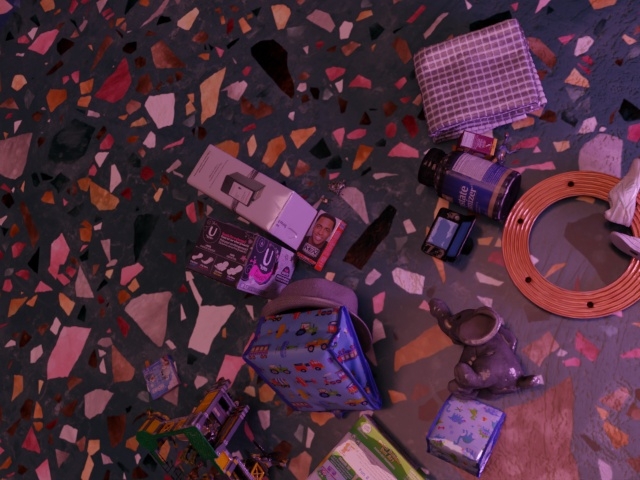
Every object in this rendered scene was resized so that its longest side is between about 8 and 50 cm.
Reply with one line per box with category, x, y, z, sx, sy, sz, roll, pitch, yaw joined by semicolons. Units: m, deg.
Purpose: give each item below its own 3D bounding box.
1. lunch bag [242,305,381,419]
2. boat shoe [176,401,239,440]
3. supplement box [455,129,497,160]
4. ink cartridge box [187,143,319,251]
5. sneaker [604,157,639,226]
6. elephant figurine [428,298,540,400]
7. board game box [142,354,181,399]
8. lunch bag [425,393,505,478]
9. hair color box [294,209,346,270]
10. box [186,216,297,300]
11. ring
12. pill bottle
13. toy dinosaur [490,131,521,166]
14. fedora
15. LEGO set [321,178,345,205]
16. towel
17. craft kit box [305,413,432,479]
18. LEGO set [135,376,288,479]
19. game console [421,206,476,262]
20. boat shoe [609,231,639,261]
lunch bag;-0.003;0.310;1.464;0.220;0.293;0.138;-10;33;26
boat shoe;-0.304;0.461;1.647;0.190;0.072;0.068;-30;67;13
supplement box;0.374;-0.228;1.541;0.083;0.055;0.043;16;82;1
ink cartridge box;-0.165;-0.107;1.661;0.289;0.211;0.122;31;88;25
sneaker;0.654;-0.108;1.379;0.061;0.053;0.152;15;83;27
elephant figurine;0.349;0.217;1.409;0.186;0.169;0.240;7;60;-5
board game box;-0.435;0.374;1.752;0.090;0.020;0.090;-34;68;11
lunch bag;0.317;0.414;1.396;0.128;0.096;0.151;20;56;25
hair color box;0.000;0.000;1.657;0.072;0.043;0.141;28;88;27
box;-0.185;0.051;1.606;0.163;0.247;0.142;19;85;25
ring;0.577;0.008;1.426;0.336;0.032;0.337;-5;75;20
pill bottle;0.347;-0.140;1.507;0.219;0.123;0.123;25;87;26
toy dinosaur;0.432;-0.218;1.540;0.090;0.047;0.082;-13;53;30
fedora;-0.004;0.175;1.544;0.275;0.244;0.124;-8;44;24
LEGO set;0.035;-0.131;1.687;0.054;0.023;0.083;25;87;25
towel;0.380;-0.387;1.558;0.283;0.121;0.235;-15;72;18
craft kit box;0.109;0.574;1.461;0.250;0.061;0.247;43;97;25
LEGO set;-0.258;0.486;1.552;0.255;0.192;0.331;-31;103;33
game console;0.303;-0.016;1.522;0.107;0.071;0.122;25;87;25
boat shoe;0.664;0.009;1.358;0.035;0.035;0.100;-38;59;-21
